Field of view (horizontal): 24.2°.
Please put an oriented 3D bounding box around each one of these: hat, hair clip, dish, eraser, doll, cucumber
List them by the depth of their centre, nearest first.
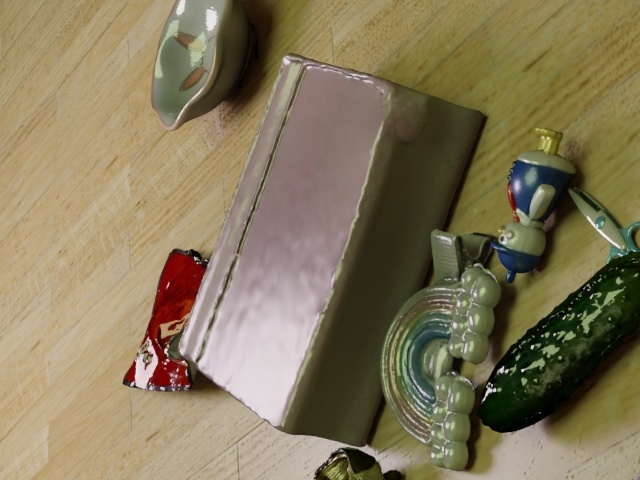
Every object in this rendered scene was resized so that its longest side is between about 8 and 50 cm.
[{"bbox_3d":[0.210,0.083,1.233,0.227,0.069,0.069,-48,38,28],"label":"cucumber"},{"bbox_3d":[0.189,-0.030,1.333,0.099,0.057,0.143,-101,25,-81],"label":"doll"},{"bbox_3d":[0.115,0.097,1.400,0.140,0.054,0.220,11,88,53],"label":"hair clip"},{"bbox_3d":[0.037,0.239,1.437,0.077,0.059,0.076,-51,53,40],"label":"hat"},{"bbox_3d":[0.000,0.000,1.556,0.272,0.122,0.359,28,100,59],"label":"eraser"},{"bbox_3d":[-0.141,-0.245,1.951,0.229,0.081,0.229,-37,45,50],"label":"dish"}]

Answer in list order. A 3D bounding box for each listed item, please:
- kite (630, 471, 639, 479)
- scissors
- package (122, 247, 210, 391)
[{"bbox_3d":[0.294,0.255,1.053,0.152,0.015,0.285,-44,41,39],"label":"kite"},{"bbox_3d":[0.243,-0.011,1.271,0.058,0.014,0.119,-59,37,20],"label":"scissors"},{"bbox_3d":[-0.183,0.104,1.854,0.194,0.071,0.269,-60,26,-8],"label":"package"}]
